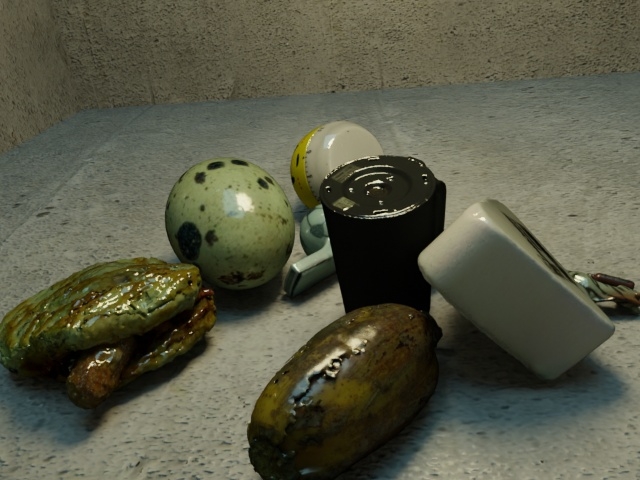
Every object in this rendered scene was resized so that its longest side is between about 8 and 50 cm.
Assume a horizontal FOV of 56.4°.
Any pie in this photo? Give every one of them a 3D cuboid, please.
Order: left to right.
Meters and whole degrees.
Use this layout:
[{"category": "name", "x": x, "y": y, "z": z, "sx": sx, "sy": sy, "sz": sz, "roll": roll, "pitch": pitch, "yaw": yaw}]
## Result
[{"category": "pie", "x": -0.430, "y": 0.139, "z": 1.198, "sx": 0.418, "sy": 0.180, "sz": 0.395, "roll": 9, "pitch": 31, "yaw": 42}]

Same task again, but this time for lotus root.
[{"category": "lotus root", "x": 0.055, "y": 0.220, "z": 0.910, "sx": 0.179, "sy": 0.196, "sz": 0.397, "roll": 23, "pitch": 36, "yaw": 36}]

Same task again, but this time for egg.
[{"category": "egg", "x": -0.206, "y": -0.038, "z": 1.363, "sx": 0.287, "sy": 0.288, "sz": 0.379, "roll": -13, "pitch": 27, "yaw": -12}]

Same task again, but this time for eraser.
[{"category": "eraser", "x": 0.337, "y": 0.080, "z": 1.015, "sx": 0.150, "sy": 0.331, "sz": 0.331, "roll": -43, "pitch": 19, "yaw": 20}]

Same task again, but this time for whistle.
[{"category": "whistle", "x": 0.000, "y": 0.000, "z": 1.391, "sx": 0.289, "sy": 0.164, "sz": 0.163, "roll": -27, "pitch": 33, "yaw": -36}]

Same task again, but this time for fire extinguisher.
[{"category": "fire extinguisher", "x": 0.588, "y": 0.079, "z": 1.228, "sx": 0.100, "sy": 0.032, "sz": 0.046, "roll": 15, "pitch": 40, "yaw": 17}]

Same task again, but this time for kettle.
[{"category": "kettle", "x": 0.126, "y": 0.001, "z": 1.154, "sx": 0.203, "sy": 0.308, "sz": 0.262, "roll": 4, "pitch": 40, "yaw": 18}]

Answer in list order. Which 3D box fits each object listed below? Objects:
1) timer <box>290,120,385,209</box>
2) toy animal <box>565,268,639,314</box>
[{"category": "timer", "x": 0.022, "y": -0.187, "z": 1.665, "sx": 0.285, "sy": 0.285, "sz": 0.285, "roll": -5, "pitch": 27, "yaw": 3}, {"category": "toy animal", "x": 0.480, "y": 0.095, "z": 1.173, "sx": 0.255, "sy": 0.090, "sz": 0.170, "roll": -14, "pitch": 31, "yaw": -9}]
